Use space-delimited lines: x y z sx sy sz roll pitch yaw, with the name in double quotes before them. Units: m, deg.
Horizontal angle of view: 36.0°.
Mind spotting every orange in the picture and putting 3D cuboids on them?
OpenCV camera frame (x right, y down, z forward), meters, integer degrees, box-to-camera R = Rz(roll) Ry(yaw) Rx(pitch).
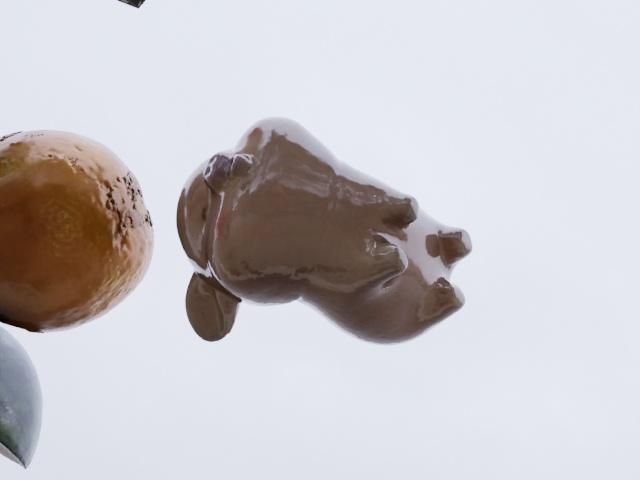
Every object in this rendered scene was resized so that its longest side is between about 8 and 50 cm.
"orange" -0.328 -0.012 1.186 0.246 0.246 0.246 7 -37 6

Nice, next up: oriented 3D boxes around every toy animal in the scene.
"toy animal" 0.000 0.000 1.079 0.269 0.237 0.326 -10 -35 38

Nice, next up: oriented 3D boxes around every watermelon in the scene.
"watermelon" -0.415 0.187 1.283 0.137 0.145 0.193 10 -37 32

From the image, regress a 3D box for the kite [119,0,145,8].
"kite" -0.154 -0.330 0.856 0.141 0.015 0.245 36 -76 10
